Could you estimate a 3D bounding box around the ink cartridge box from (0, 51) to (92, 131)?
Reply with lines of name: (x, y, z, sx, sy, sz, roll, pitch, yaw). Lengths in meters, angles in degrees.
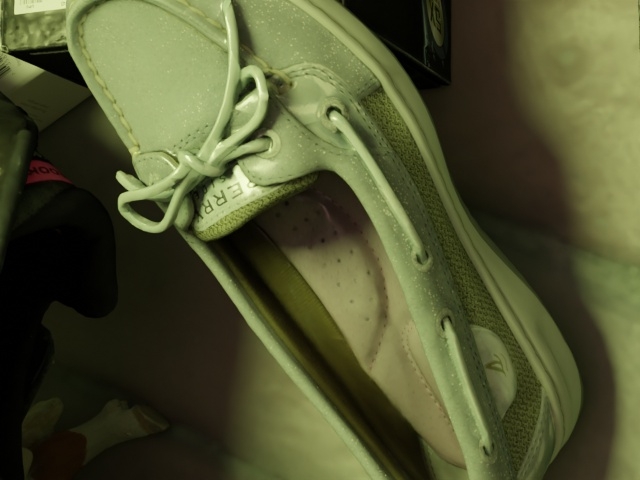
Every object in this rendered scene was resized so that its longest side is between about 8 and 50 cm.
ink cartridge box: (-0.213, -0.093, 0.964, 0.181, 0.061, 0.104, -33, 71, 16)

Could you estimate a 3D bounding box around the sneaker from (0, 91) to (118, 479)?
sneaker: (-0.206, -0.015, 0.838, 0.202, 0.185, 0.482, -15, 72, -2)

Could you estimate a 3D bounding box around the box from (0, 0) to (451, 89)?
box: (-0.043, -0.120, 0.848, 0.180, 0.147, 0.077, -3, 81, 22)

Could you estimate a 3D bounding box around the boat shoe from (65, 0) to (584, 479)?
boat shoe: (-0.001, 0.002, 0.756, 0.118, 0.103, 0.320, -22, 113, 36)

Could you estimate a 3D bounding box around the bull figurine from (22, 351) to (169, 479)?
bull figurine: (-0.104, 0.197, 0.862, 0.310, 0.101, 0.188, 36, 95, 22)

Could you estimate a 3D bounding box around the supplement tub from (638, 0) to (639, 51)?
supplement tub: (0.232, -0.098, 0.694, 0.207, 0.207, 0.337, -2, 83, 23)
